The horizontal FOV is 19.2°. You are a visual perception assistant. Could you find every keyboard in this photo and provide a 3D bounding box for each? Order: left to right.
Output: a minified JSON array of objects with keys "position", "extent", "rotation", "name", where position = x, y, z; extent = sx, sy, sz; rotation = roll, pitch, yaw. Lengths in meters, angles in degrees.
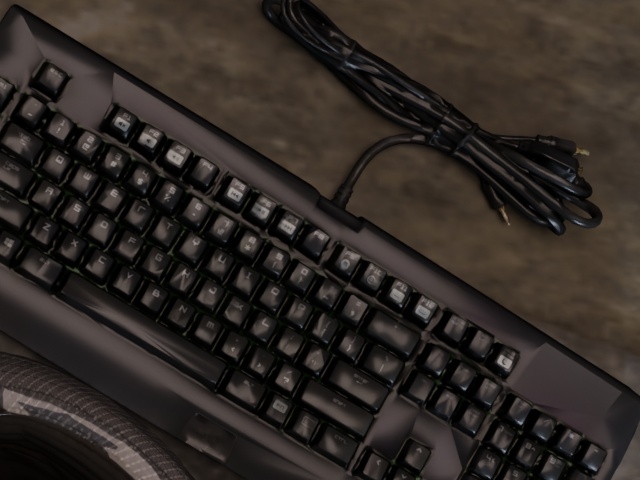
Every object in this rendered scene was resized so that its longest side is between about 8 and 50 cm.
[{"position":[0.000,0.000,0.786],"extent":[0.317,0.033,0.202],"rotation":[32,75,-10],"name":"keyboard"}]

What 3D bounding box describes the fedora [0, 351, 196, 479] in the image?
[{"position":[-0.140,0.181,0.665],"extent":[0.243,0.124,0.275],"rotation":[1,74,-22],"name":"fedora"}]
